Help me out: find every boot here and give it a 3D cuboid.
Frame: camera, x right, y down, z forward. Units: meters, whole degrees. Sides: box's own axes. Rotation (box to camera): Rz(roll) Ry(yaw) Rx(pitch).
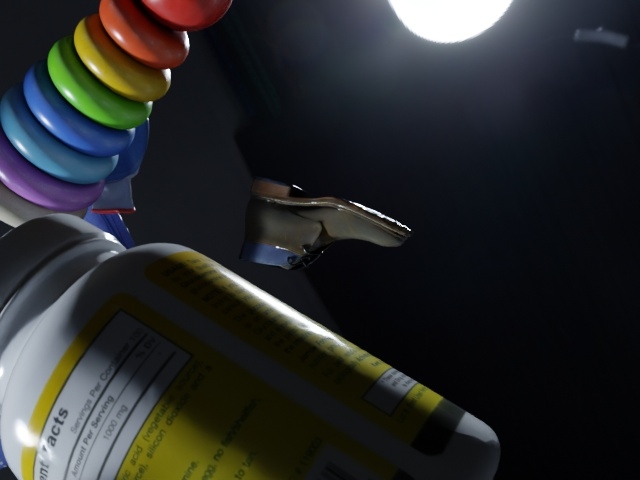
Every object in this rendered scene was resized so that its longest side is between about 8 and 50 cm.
[{"bbox_3d":[0.000,0.000,0.871,0.219,0.106,0.082,18,-1,30],"label":"boot"}]

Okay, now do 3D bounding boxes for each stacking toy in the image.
[{"bbox_3d":[-0.201,-0.156,0.697,0.330,0.141,0.141,-42,6,22],"label":"stacking toy"}]

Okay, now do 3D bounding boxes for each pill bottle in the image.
[{"bbox_3d":[-0.073,0.119,0.475,0.188,0.334,0.188,-52,-19,-26],"label":"pill bottle"}]

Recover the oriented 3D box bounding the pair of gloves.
[{"bbox_3d":[-0.296,-0.097,0.840,0.198,0.159,0.023,-4,-17,-3],"label":"pair of gloves"}]

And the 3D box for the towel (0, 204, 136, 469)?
[{"bbox_3d":[-0.349,0.117,0.906,0.336,0.243,0.040,-31,-3,10],"label":"towel"}]
